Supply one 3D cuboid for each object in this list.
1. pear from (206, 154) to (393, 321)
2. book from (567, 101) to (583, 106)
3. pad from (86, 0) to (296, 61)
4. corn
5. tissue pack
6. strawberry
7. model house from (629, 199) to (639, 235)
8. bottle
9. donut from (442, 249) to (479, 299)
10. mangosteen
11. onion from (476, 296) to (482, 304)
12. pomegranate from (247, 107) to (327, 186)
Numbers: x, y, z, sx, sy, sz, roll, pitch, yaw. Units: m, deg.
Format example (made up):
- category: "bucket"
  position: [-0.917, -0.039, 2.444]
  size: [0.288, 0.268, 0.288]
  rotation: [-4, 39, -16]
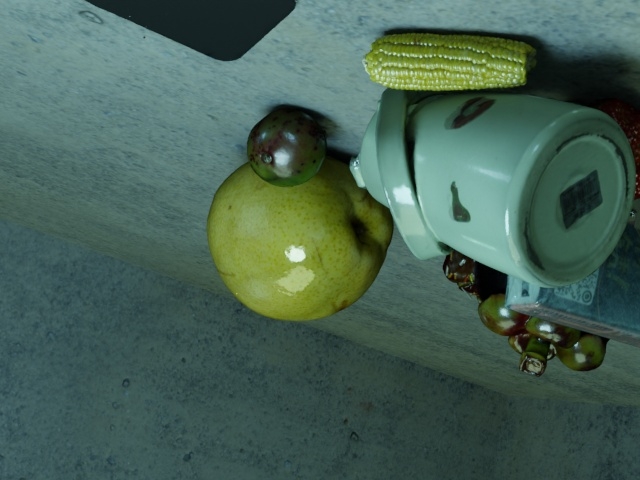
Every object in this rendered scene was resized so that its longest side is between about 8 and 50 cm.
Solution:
- category: "pear"
  position: [-0.033, -0.010, 1.808]
  size: [0.314, 0.314, 0.314]
  rotation: [13, 167, 3]
- category: "book"
  position: [0.301, -0.146, 1.479]
  size: [0.192, 0.013, 0.168]
  rotation: [2, 163, 41]
- category: "pad"
  position: [-0.211, -0.283, 1.316]
  size: [0.250, 0.055, 0.323]
  rotation: [21, 165, -30]
- category: "corn"
  position: [0.146, -0.207, 1.257]
  size: [0.206, 0.067, 0.067]
  rotation: [6, 165, 23]
- category: "tissue pack"
  position: [0.426, 0.025, 1.577]
  size: [0.316, 0.228, 0.103]
  rotation: [16, 167, -27]
- category: "strawberry"
  position: [0.355, -0.118, 1.344]
  size: [0.131, 0.131, 0.148]
  rotation: [-1, 129, 46]
- category: "model house"
  position: [0.509, -0.030, 1.428]
  size: [0.243, 0.204, 0.211]
  rotation: [31, 132, 28]
- category: "bottle"
  position: [0.173, -0.084, 1.307]
  size: [0.229, 0.229, 0.352]
  rotation: [25, 180, -42]
- category: "donut"
  position: [0.349, 0.064, 2.145]
  size: [0.216, 0.096, 0.230]
  rotation: [12, 167, 7]
- category: "mangosteen"
  position: [0.376, 0.085, 1.747]
  size: [0.275, 0.302, 0.275]
  rotation: [18, 149, 11]
- category: "onion"
  position: [0.383, 0.113, 2.306]
  size: [0.117, 0.118, 0.119]
  rotation: [17, 167, -34]
- category: "pomegranate"
  position: [-0.050, -0.144, 1.633]
  size: [0.130, 0.130, 0.130]
  rotation: [13, 167, 3]
